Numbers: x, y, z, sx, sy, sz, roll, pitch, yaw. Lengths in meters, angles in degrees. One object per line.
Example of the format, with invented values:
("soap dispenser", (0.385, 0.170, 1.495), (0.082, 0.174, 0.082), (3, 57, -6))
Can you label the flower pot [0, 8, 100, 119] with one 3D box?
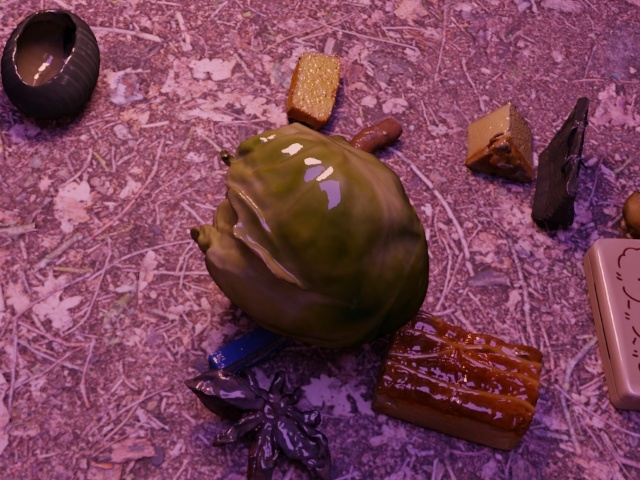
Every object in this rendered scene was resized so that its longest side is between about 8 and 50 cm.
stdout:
("flower pot", (-0.546, -0.356, 1.786), (0.189, 0.157, 0.243), (11, 57, -3))

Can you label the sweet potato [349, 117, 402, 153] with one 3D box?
("sweet potato", (0.062, -0.163, 1.812), (0.067, 0.059, 0.281), (33, 59, 23))

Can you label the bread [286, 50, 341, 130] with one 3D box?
("bread", (-0.014, -0.326, 1.887), (0.103, 0.065, 0.187), (13, 66, -11))

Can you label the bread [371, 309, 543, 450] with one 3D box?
("bread", (0.244, 0.245, 1.561), (0.274, 0.114, 0.185), (18, 59, 1))

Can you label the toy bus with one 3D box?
("toy bus", (-0.126, 0.196, 1.568), (0.153, 0.061, 0.051), (-28, 61, -20))

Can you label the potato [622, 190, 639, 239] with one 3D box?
("potato", (0.697, -0.015, 1.775), (0.200, 0.164, 0.081), (34, 92, 18))

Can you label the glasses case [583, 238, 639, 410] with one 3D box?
("glasses case", (0.605, 0.156, 1.684), (0.144, 0.076, 0.336), (1, 59, -7))

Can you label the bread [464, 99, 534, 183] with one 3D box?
("bread", (0.392, -0.197, 1.878), (0.152, 0.127, 0.147), (32, 51, -28))

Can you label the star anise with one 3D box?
("star anise", (-0.086, 0.311, 1.477), (0.198, 0.110, 0.257), (-19, 67, -31))

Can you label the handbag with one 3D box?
("handbag", (0.503, -0.151, 1.797), (0.088, 0.175, 0.270), (15, 56, 3))

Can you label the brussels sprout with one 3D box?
("brussels sprout", (0.006, 0.018, 1.482), (0.342, 0.425, 0.361), (-44, 72, -1))
